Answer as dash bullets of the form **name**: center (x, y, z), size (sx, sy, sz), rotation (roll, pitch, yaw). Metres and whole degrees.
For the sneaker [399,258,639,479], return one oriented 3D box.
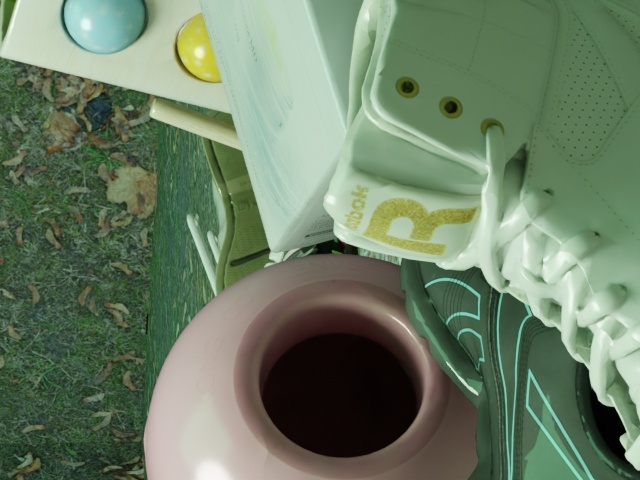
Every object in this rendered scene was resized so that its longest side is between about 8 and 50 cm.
- **sneaker**: center (0.109, 0.051, 0.604), size (0.106, 0.101, 0.267), rotation (-52, 32, 35)

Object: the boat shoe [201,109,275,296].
- **boat shoe**: center (-0.043, 0.009, 1.311), size (0.103, 0.113, 0.302), rotation (69, -169, -59)

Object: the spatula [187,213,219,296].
- **spatula**: center (-0.073, 0.094, 1.355), size (0.168, 0.019, 0.242), rotation (23, -136, -77)

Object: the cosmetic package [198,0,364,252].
- **cosmetic package**: center (0.021, -0.136, 0.760), size (0.224, 0.138, 0.224), rotation (130, 125, -71)

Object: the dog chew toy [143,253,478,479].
- **dog chew toy**: center (0.005, 0.151, 0.821), size (0.332, 0.206, 0.206), rotation (93, 172, -59)

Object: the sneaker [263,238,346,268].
- **sneaker**: center (0.000, 0.000, 1.176), size (0.075, 0.063, 0.170), rotation (22, 96, 49)

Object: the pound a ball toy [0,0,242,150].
- **pound a ball toy**: center (-0.071, -0.125, 1.001), size (0.136, 0.319, 0.208), rotation (-104, 34, -51)

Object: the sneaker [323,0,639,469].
- **sneaker**: center (0.084, 0.016, 0.476), size (0.108, 0.169, 0.292), rotation (107, 160, -48)
